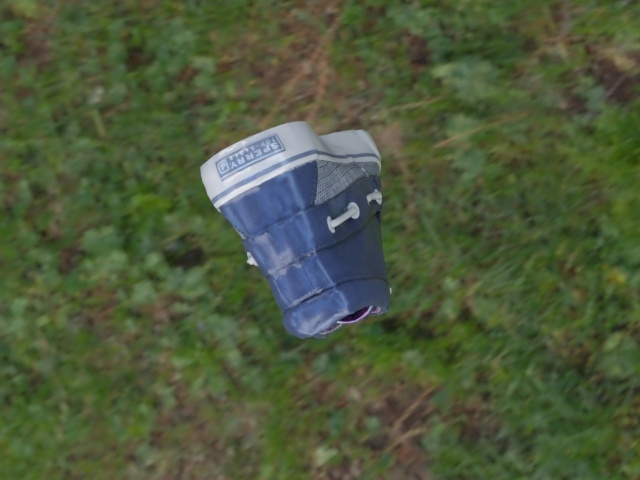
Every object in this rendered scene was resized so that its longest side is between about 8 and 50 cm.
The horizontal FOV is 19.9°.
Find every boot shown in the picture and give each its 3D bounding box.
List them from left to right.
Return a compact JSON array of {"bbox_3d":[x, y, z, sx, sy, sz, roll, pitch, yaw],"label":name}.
[{"bbox_3d":[0.000,0.000,0.819,0.069,0.190,0.086,-26,85,13],"label":"boot"}]
